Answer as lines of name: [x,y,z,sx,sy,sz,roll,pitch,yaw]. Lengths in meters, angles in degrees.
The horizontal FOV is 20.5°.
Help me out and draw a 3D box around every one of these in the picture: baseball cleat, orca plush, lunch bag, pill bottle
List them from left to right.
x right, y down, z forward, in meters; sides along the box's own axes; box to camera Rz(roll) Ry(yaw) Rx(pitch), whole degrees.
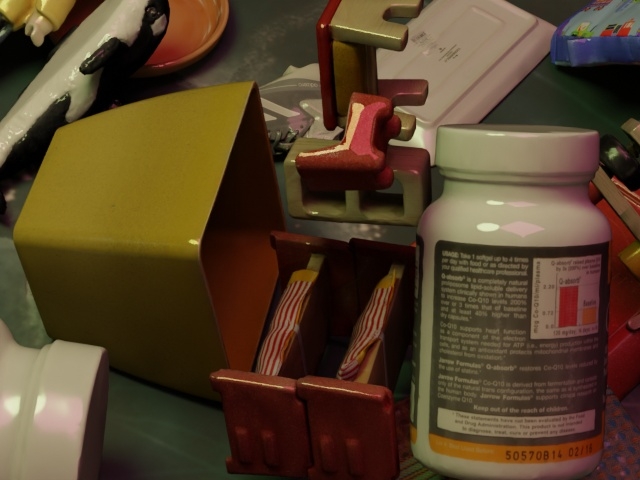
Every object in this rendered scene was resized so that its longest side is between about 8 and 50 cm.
pill bottle: [-0.361,0.145,1.416,0.362,0.210,0.210,7,48,0]
orca plush: [-0.230,-0.129,1.748,0.102,0.151,0.287,45,61,-23]
baseball cleat: [-0.050,-0.109,1.770,0.206,0.072,0.109,-32,66,-25]
pill bottle: [0.155,0.048,1.436,0.162,0.278,0.162,2,7,0]
lunch bag: [0.386,-0.240,1.836,0.293,0.138,0.221,-19,13,-16]

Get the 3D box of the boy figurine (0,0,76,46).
boy figurine: [-0.316,-0.266,1.821,0.177,0.092,0.285,34,65,32]

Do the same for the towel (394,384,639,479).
towel: [0.189,0.260,1.479,0.271,0.040,0.370,-22,54,-15]

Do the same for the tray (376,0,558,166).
tray: [0.136,-0.193,1.893,0.145,0.030,0.270,31,52,20]

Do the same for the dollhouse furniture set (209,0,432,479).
dollhouse furniture set: [0.000,0.000,1.456,0.152,0.374,0.201,5,38,14]

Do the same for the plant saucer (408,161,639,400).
plant saucer: [0.246,0.016,1.712,0.258,0.048,0.259,38,54,24]

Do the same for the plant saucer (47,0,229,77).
plant saucer: [-0.198,-0.240,1.889,0.200,0.037,0.200,3,50,-4]

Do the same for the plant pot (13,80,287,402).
plant pot: [-0.153,-0.003,1.587,0.187,0.212,0.212,4,48,14]

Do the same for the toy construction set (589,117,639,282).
toy construction set: [0.371,-0.006,1.572,0.257,0.237,0.309,10,63,55]

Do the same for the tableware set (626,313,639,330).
tableware set: [0.389,0.083,1.643,0.194,0.039,0.128,-27,79,-28]
